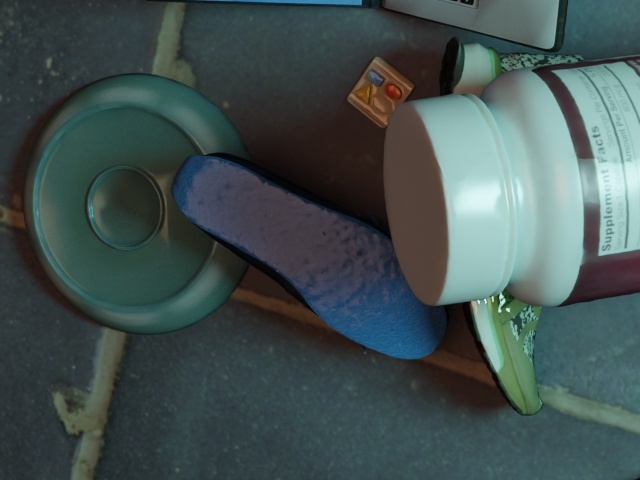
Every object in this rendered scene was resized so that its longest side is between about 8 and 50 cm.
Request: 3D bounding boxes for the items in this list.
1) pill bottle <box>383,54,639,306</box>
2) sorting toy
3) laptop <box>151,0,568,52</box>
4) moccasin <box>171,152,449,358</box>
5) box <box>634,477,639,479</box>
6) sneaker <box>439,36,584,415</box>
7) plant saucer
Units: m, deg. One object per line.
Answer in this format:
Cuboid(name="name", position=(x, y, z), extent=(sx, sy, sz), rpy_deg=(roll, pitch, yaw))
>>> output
Cuboid(name="pill bottle", position=(0.272, -0.058, 1.302), extent=(0.392, 0.224, 0.224), rpy_deg=(-8, 95, -12))
Cuboid(name="sorting toy", position=(0.076, -0.158, 1.559), extent=(0.083, 0.012, 0.062), rpy_deg=(40, 107, 11))
Cuboid(name="laptop", position=(0.033, -0.400, 1.380), extent=(0.408, 0.236, 0.382), rpy_deg=(25, 120, 45))
Cuboid(name="moccasin", position=(0.000, 0.000, 1.549), extent=(0.342, 0.117, 0.137), rpy_deg=(38, 97, 1))
Cuboid(name="box", position=(0.424, 0.321, 1.478), extent=(0.184, 0.045, 0.190), rpy_deg=(-29, 85, 18))
Cuboid(name="sneaker", position=(0.231, -0.016, 1.463), extent=(0.182, 0.158, 0.410), rpy_deg=(-6, 99, 4))
Cuboid(name="plant saucer", position=(-0.226, -0.041, 1.666), extent=(0.318, 0.044, 0.317), rpy_deg=(2, 96, 19))
